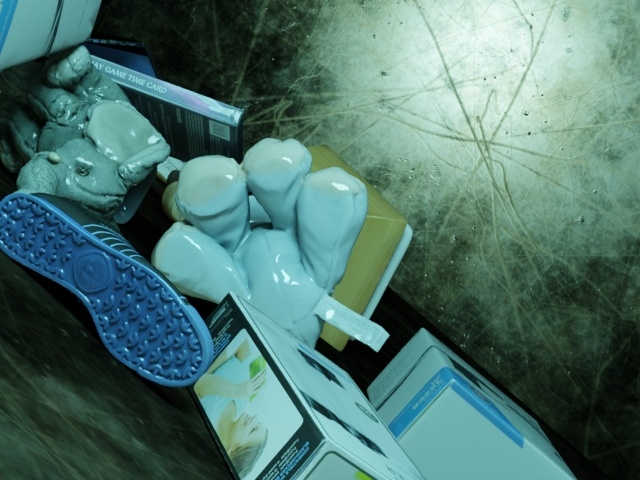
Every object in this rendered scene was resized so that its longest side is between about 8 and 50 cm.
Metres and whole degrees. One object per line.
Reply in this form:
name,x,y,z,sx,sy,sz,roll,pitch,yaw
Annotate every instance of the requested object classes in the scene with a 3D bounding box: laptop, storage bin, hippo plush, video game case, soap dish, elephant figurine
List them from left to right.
laptop,-0.400,-0.283,2.278,0.234,0.136,0.264,17,13,40
elephant figurine,-0.239,-0.069,1.383,0.169,0.186,0.239,86,-22,-47
storage bin,-0.263,-0.088,1.610,0.091,0.098,0.135,31,2,14
video game case,-0.219,-0.152,1.556,0.274,0.026,0.196,21,-15,2
hippo plush,-0.032,0.013,1.581,0.294,0.234,0.236,40,5,3
soap dish,0.000,0.000,2.130,0.118,0.229,0.291,17,18,-33

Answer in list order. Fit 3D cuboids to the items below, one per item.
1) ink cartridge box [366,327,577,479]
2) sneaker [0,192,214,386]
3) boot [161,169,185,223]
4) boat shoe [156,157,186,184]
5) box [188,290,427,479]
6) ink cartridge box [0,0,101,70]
ink cartridge box,0.189,0.253,1.755,0.223,0.129,0.307,40,5,-7
sneaker,-0.174,0.036,1.180,0.232,0.081,0.090,40,12,12
boot,-0.121,-0.015,2.003,0.248,0.090,0.207,36,8,-13
boat shoe,-0.234,-0.142,2.250,0.277,0.096,0.098,36,6,-48
box,-0.009,0.173,1.184,0.169,0.087,0.290,38,6,-27
ink cartridge box,-0.363,-0.276,1.210,0.285,0.166,0.395,20,15,2
